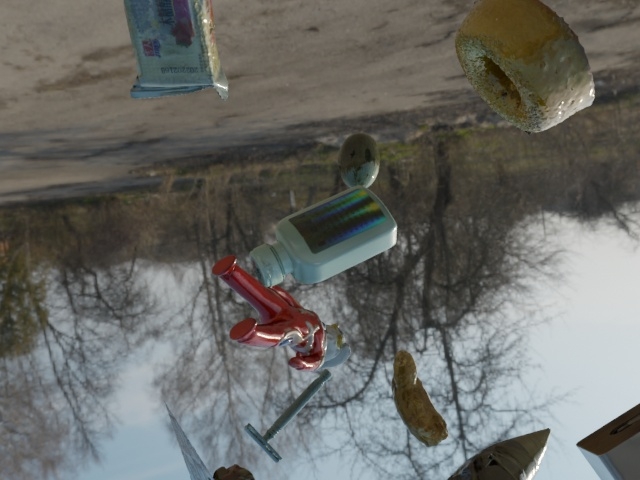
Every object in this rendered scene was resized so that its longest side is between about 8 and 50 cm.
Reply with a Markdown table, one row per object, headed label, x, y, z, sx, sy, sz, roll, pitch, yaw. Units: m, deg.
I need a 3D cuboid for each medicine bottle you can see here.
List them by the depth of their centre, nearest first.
| label | x | y | z | sx | sy | sz | roll | pitch | yaw |
| --- | --- | --- | --- | --- | --- | --- | --- | --- | --- |
| medicine bottle | 0.000 | 0.000 | 0.967 | 0.228 | 0.083 | 0.121 | -24 | -128 | -17 |

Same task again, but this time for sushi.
| label | x | y | z | sx | sy | sz | roll | pitch | yaw |
| --- | --- | --- | --- | --- | --- | --- | --- | --- | --- |
| sushi | -0.095 | 0.374 | 0.769 | 0.059 | 0.292 | 0.294 | -22 | -154 | -26 |

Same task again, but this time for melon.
| label | x | y | z | sx | sy | sz | roll | pitch | yaw |
| --- | --- | --- | --- | --- | --- | --- | --- | --- | --- |
| melon | 0.087 | -0.179 | 1.355 | 0.097 | 0.131 | 0.098 | 6 | 175 | 0 |

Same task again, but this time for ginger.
| label | x | y | z | sx | sy | sz | roll | pitch | yaw |
| --- | --- | --- | --- | --- | --- | --- | --- | --- | --- |
| ginger | 0.192 | 0.339 | 1.246 | 0.081 | 0.206 | 0.115 | 5 | 140 | -28 |

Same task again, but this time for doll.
| label | x | y | z | sx | sy | sz | roll | pitch | yaw |
| --- | --- | --- | --- | --- | --- | --- | --- | --- | --- |
| doll | -0.052 | 0.160 | 1.090 | 0.099 | 0.188 | 0.384 | -31 | 147 | 12 |

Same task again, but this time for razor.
| label | x | y | z | sx | sy | sz | roll | pitch | yaw |
| --- | --- | --- | --- | --- | --- | --- | --- | --- | --- |
| razor | -0.058 | 0.391 | 1.390 | 0.232 | 0.106 | 0.068 | -43 | 179 | -16 |

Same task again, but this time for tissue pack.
| label | x | y | z | sx | sy | sz | roll | pitch | yaw |
| --- | --- | --- | --- | --- | --- | --- | --- | --- | --- |
| tissue pack | 0.601 | 0.356 | 1.029 | 0.246 | 0.136 | 0.159 | -32 | 166 | 0 |

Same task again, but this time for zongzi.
| label | x | y | z | sx | sy | sz | roll | pitch | yaw |
| --- | --- | --- | --- | --- | --- | --- | --- | --- | --- |
| zongzi | 0.400 | 0.584 | 1.415 | 0.317 | 0.154 | 0.289 | -13 | 147 | -43 |

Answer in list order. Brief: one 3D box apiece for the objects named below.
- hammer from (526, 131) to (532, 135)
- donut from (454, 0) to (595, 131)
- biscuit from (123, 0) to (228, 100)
| label | x | y | z | sx | sy | sz | roll | pitch | yaw |
| --- | --- | --- | --- | --- | --- | --- | --- | --- | --- |
| hammer | 0.669 | -0.378 | 1.695 | 0.125 | 0.027 | 0.297 | -47 | 179 | -10 |
| donut | 0.336 | -0.300 | 1.029 | 0.108 | 0.278 | 0.277 | -42 | 180 | 4 |
| biscuit | -0.248 | -0.376 | 0.960 | 0.185 | 0.309 | 0.079 | 0 | -138 | -1 |
